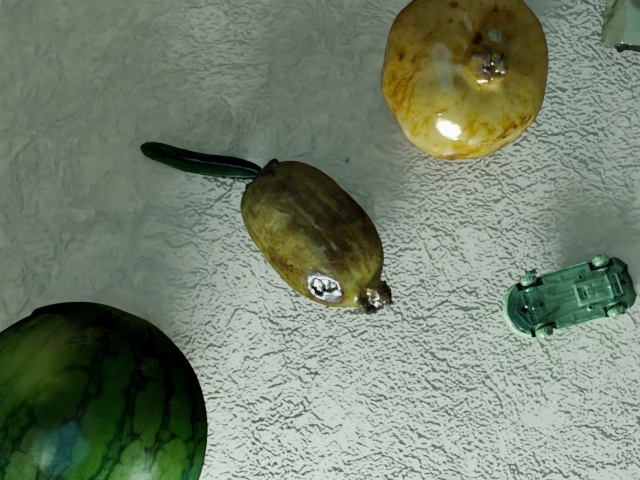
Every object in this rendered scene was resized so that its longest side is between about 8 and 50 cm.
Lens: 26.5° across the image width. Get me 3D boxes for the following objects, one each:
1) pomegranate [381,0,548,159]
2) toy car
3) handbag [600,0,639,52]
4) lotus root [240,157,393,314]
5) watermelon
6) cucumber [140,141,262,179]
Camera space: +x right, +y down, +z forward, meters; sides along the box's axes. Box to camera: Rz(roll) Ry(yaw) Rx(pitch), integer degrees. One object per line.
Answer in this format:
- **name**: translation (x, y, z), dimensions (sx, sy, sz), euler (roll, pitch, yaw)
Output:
- **pomegranate**: translation (0.192, -0.227, 1.799), dimensions (0.248, 0.248, 0.248), euler (-1, 84, 5)
- **toy car**: translation (0.332, 0.076, 1.839), dimensions (0.186, 0.058, 0.093), euler (-15, 82, -9)
- **handbag**: translation (0.543, -0.367, 1.845), dimensions (0.316, 0.109, 0.253), euler (6, 89, 5)
- **lotus root**: translation (0.000, 0.000, 1.843), dimensions (0.145, 0.128, 0.260), euler (-42, 83, -10)
- **watermelon**: translation (-0.315, 0.260, 1.742), dimensions (0.363, 0.363, 0.363), euler (-1, 84, 5)
- **cucumber**: translation (-0.168, -0.110, 1.918), dimensions (0.184, 0.033, 0.036), euler (12, 110, 7)
